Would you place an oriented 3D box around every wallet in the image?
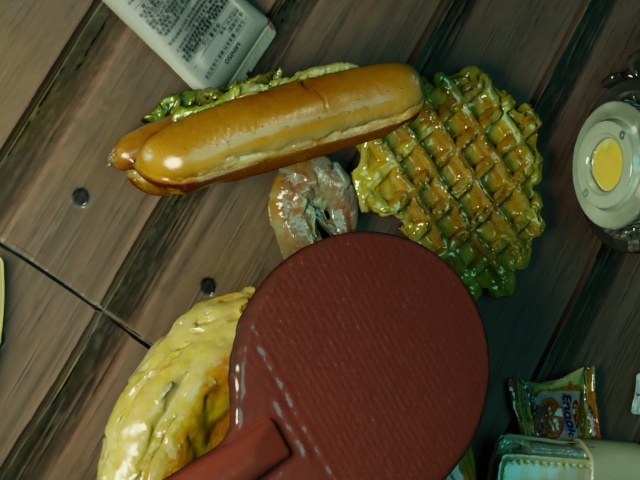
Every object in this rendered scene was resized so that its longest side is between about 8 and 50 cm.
[{"bbox_3d":[0.316,0.341,1.888,0.309,0.077,0.223,8,94,-28],"label":"wallet"}]

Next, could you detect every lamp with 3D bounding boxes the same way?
[{"bbox_3d":[0.435,-0.073,1.911,0.272,0.205,0.374,-21,80,-33],"label":"lamp"}]

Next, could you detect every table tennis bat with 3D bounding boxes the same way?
[{"bbox_3d":[0.004,0.152,1.548,0.414,0.051,0.268,-33,98,-32],"label":"table tennis bat"}]

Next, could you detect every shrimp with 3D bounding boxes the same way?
[{"bbox_3d":[0.000,0.000,1.753,0.101,0.042,0.190,-13,96,-15],"label":"shrimp"}]

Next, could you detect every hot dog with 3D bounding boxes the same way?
[{"bbox_3d":[-0.055,-0.123,1.674,0.337,0.135,0.100,-17,98,-19],"label":"hot dog"}]

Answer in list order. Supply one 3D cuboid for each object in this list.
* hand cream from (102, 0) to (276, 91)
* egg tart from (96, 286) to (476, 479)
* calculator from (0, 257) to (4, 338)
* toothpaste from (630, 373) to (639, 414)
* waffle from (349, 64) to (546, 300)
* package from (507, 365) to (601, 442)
[{"bbox_3d":[-0.189,-0.277,1.669,0.340,0.077,0.124,42,68,-29],"label":"hand cream"},{"bbox_3d":[-0.043,0.261,1.632,0.443,0.178,0.443,4,82,-30],"label":"egg tart"},{"bbox_3d":[-0.386,0.115,1.543,0.157,0.033,0.237,17,81,-28],"label":"calculator"},{"bbox_3d":[0.473,0.214,2.016,0.218,0.033,0.052,19,77,-24],"label":"toothpaste"},{"bbox_3d":[0.145,-0.063,1.839,0.291,0.051,0.291,2,87,-28],"label":"waffle"},{"bbox_3d":[0.275,0.206,1.904,0.120,0.031,0.108,-7,92,-30],"label":"package"}]
